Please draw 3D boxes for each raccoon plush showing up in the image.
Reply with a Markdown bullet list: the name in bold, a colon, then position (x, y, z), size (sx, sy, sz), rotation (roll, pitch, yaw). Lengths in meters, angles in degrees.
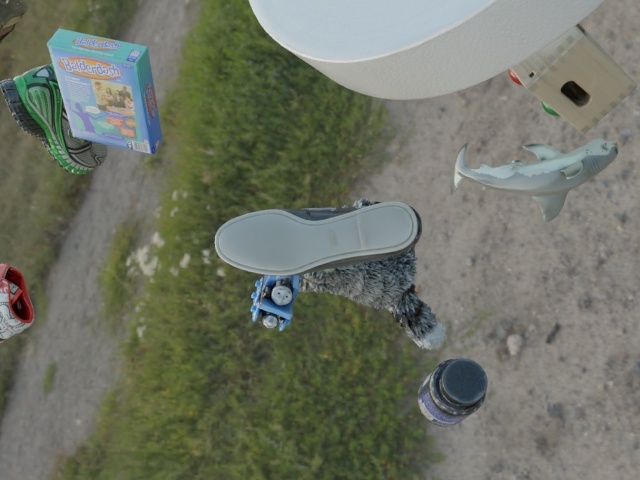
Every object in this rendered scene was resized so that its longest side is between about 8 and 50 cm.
- **raccoon plush**: position (0.102, 0.112, 1.759), size (0.216, 0.446, 0.299), rotation (-40, 4, 44)

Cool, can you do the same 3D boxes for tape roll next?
- **tape roll**: position (0.097, -0.295, 0.613), size (0.392, 0.072, 0.392), rotation (-19, 60, 37)

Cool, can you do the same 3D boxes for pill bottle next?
- **pill bottle**: position (0.285, 0.323, 1.748), size (0.219, 0.123, 0.123), rotation (101, 170, -68)

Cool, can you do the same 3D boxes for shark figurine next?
- **shark figurine**: position (0.329, -0.084, 1.299), size (0.278, 0.116, 0.166), rotation (-4, 27, 22)

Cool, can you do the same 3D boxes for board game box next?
- **board game box**: position (-0.363, -0.250, 1.397), size (0.210, 0.160, 0.047), rotation (94, -167, -51)

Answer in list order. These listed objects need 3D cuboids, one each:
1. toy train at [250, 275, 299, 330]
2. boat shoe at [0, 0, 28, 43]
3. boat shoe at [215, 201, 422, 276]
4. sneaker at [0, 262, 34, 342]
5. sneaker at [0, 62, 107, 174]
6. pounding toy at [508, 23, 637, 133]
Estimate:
- **toy train**: position (-0.079, 0.089, 1.520), size (0.184, 0.080, 0.105), rotation (-88, 21, -65)
- **boat shoe**: position (-0.314, -0.179, 0.709), size (0.060, 0.064, 0.178), rotation (-54, 10, 24)
- **boat shoe**: position (0.000, 0.000, 1.332), size (0.335, 0.095, 0.112), rotation (-6, 83, 11)
- **sneaker**: position (-0.549, 0.043, 1.247), size (0.145, 0.270, 0.090), rotation (-22, 20, 11)
- **sneaker**: position (-0.532, -0.253, 1.746), size (0.146, 0.343, 0.134), rotation (-25, 70, 0)
- **pounding toy**: position (0.244, -0.247, 0.968), size (0.094, 0.181, 0.206), rotation (-45, 43, 24)
